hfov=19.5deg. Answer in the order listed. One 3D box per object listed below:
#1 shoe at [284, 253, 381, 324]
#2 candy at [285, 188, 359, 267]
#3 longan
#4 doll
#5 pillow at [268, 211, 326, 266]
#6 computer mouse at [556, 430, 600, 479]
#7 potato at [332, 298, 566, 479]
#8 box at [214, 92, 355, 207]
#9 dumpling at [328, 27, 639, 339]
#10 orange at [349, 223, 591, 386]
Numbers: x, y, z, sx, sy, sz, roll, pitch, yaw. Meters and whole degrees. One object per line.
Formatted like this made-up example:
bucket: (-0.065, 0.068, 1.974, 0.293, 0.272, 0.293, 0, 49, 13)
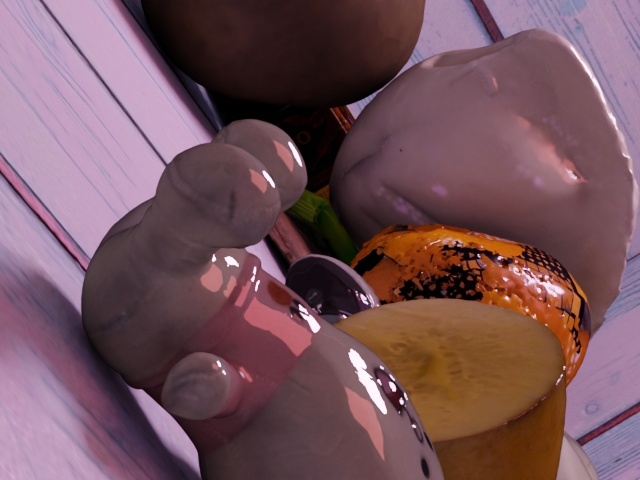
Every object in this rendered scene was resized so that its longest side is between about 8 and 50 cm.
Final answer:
shoe: (0.012, 0.075, 1.428, 0.169, 0.071, 0.099, 64, 9, 25)
candy: (0.001, -0.001, 1.847, 0.102, 0.032, 0.178, 30, -16, 37)
longan: (-0.032, -0.262, 1.812, 0.297, 0.297, 0.297, 58, 4, -7)
doll: (-0.019, 0.079, 0.830, 0.155, 0.113, 0.275, -85, 151, -68)
pillow: (-0.002, 0.033, 1.760, 0.211, 0.034, 0.135, 52, 6, -47)
computer mouse: (0.211, 0.267, 1.827, 0.228, 0.145, 0.429, 58, 3, 37)
potato: (0.077, 0.144, 1.189, 0.203, 0.178, 0.158, -141, -141, -66)
box: (0.000, -0.094, 2.136, 0.415, 0.116, 0.264, 54, 8, -45)
dumpling: (0.152, -0.021, 1.818, 0.233, 0.395, 0.315, -26, 85, -44)
orange: (0.123, 0.075, 1.644, 0.234, 0.234, 0.182, 22, 70, -83)
